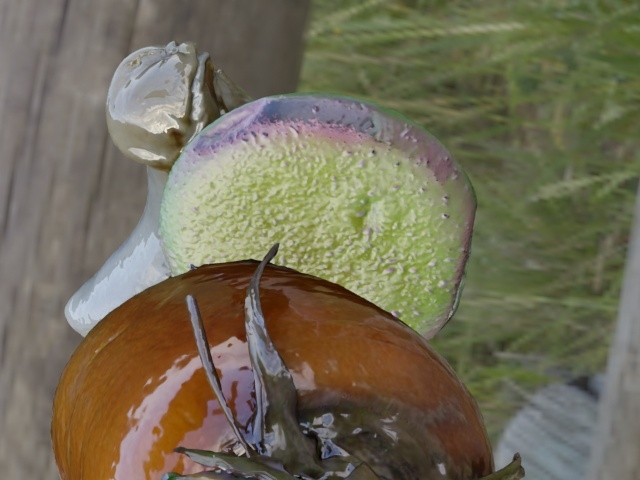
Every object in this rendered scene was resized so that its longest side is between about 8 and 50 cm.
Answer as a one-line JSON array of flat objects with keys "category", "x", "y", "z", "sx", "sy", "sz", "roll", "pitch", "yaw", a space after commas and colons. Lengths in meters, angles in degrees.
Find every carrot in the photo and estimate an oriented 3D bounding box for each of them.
[{"category": "carrot", "x": -0.016, "y": 0.113, "z": 0.899, "sx": 0.331, "sy": 0.193, "sz": 0.214, "roll": -138, "pitch": 63, "yaw": -69}]

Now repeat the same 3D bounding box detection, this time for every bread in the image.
[{"category": "bread", "x": 0.000, "y": 0.000, "z": 1.267, "sx": 0.228, "sy": 0.228, "sz": 0.033, "roll": -53, "pitch": 14, "yaw": 30}]

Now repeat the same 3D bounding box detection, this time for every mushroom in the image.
[{"category": "mushroom", "x": -0.107, "y": -0.031, "z": 1.550, "sx": 0.397, "sy": 0.177, "sz": 0.126, "roll": 109, "pitch": 147, "yaw": -53}]
